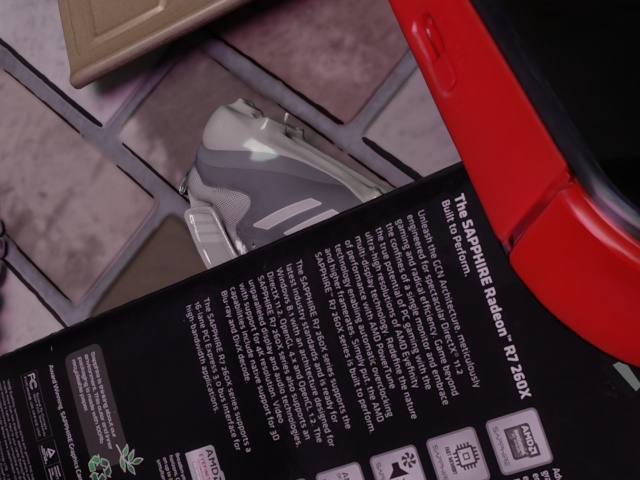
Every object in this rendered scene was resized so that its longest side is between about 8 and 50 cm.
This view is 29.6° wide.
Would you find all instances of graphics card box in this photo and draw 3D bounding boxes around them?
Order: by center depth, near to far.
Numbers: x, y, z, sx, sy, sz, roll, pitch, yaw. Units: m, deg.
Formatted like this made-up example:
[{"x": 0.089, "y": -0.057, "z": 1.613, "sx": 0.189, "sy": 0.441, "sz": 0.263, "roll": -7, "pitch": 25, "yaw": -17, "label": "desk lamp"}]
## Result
[{"x": 0.004, "y": 0.117, "z": 0.572, "sx": 0.370, "sy": 0.094, "sz": 0.233, "roll": -23, "pitch": 80, "yaw": 25, "label": "graphics card box"}]

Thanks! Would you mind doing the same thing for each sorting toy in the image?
[{"x": -0.054, "y": -0.248, "z": 0.836, "sx": 0.307, "sy": 0.041, "sz": 0.229, "roll": -24, "pitch": 58, "yaw": 16, "label": "sorting toy"}]

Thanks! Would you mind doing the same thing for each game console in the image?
[{"x": 0.207, "y": -0.119, "z": 0.523, "sx": 0.386, "sy": 0.060, "sz": 0.342, "roll": -9, "pitch": 55, "yaw": -22, "label": "game console"}]

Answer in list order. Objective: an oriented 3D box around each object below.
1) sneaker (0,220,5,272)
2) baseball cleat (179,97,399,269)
[{"x": -0.272, "y": 0.053, "z": 0.797, "sx": 0.104, "sy": 0.095, "sz": 0.237, "roll": -19, "pitch": 65, "yaw": 27, "label": "sneaker"}, {"x": 0.000, "y": 0.000, "z": 0.706, "sx": 0.206, "sy": 0.072, "sz": 0.109, "roll": 37, "pitch": 105, "yaw": 33, "label": "baseball cleat"}]
